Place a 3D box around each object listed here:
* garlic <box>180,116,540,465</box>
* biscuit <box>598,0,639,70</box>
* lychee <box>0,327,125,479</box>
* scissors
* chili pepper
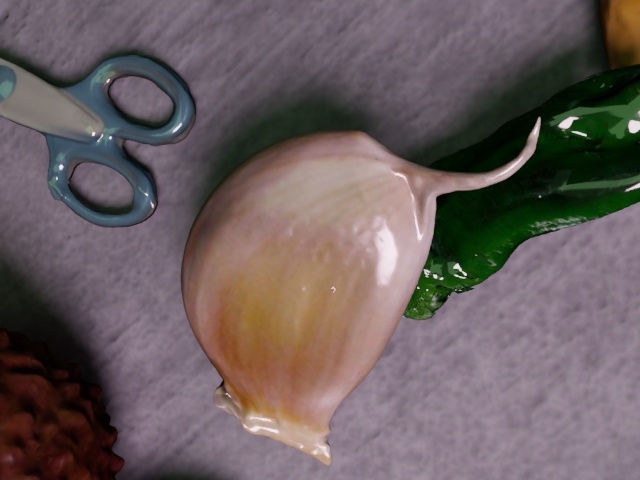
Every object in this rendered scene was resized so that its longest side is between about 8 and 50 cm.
[{"bbox_3d":[-0.001,-0.004,0.431,0.149,0.128,0.266,24,124,-9],"label":"garlic"},{"bbox_3d":[0.315,-0.151,0.387,0.297,0.102,0.296,0,91,15],"label":"biscuit"},{"bbox_3d":[-0.273,0.178,0.445,0.276,0.304,0.275,-19,48,22],"label":"lychee"},{"bbox_3d":[-0.240,-0.117,0.550,0.289,0.041,0.138,25,94,9],"label":"scissors"},{"bbox_3d":[0.118,-0.031,0.417,0.224,0.061,0.098,-38,48,35],"label":"chili pepper"}]
